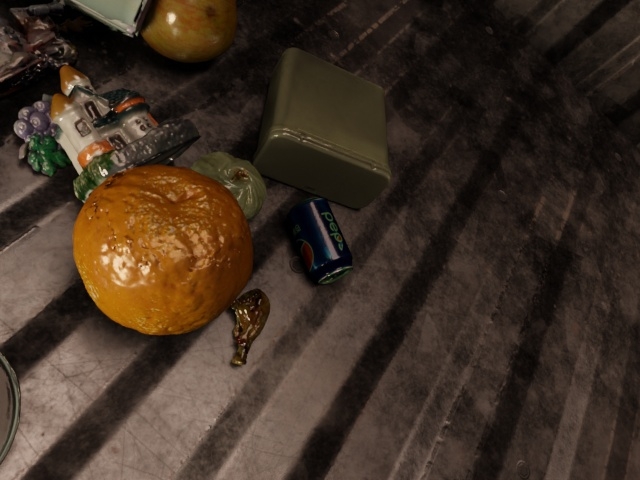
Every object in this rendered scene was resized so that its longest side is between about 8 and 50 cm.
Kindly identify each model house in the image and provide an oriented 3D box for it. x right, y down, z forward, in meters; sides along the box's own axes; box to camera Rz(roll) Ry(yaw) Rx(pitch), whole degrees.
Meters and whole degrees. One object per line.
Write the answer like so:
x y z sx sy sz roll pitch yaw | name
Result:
-0.458 -0.267 1.189 0.271 0.190 0.301 -38 95 -39 | model house

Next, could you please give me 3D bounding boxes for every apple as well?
-0.334 -0.593 1.428 0.264 0.264 0.265 14 58 -24 | apple

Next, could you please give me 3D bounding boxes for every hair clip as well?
-0.600 -0.230 1.203 0.124 0.052 0.196 8 66 -39 | hair clip

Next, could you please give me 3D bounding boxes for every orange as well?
-0.302 0.024 1.084 0.340 0.293 0.341 13 43 -13 | orange

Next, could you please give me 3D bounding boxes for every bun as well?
-0.221 -0.132 1.327 0.195 0.118 0.196 12 60 -21 | bun

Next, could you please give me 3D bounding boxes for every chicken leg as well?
-0.166 0.187 1.224 0.093 0.070 0.178 17 67 -15 | chicken leg

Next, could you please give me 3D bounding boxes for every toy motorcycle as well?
-0.658 -0.450 1.232 0.207 0.134 0.401 52 52 -4 | toy motorcycle

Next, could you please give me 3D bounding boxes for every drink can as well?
0.000 0.000 1.385 0.118 0.118 0.205 -15 72 -36 | drink can

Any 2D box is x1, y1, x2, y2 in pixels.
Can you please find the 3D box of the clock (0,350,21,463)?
-0.655 0.282 0.871 0.324 0.067 0.325 14 59 -24 | clock

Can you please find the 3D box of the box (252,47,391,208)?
0.015 -0.313 1.531 0.351 0.177 0.344 18 55 -21 | box

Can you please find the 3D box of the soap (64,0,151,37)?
-0.606 -0.643 1.268 0.446 0.261 0.156 26 94 -16 | soap
